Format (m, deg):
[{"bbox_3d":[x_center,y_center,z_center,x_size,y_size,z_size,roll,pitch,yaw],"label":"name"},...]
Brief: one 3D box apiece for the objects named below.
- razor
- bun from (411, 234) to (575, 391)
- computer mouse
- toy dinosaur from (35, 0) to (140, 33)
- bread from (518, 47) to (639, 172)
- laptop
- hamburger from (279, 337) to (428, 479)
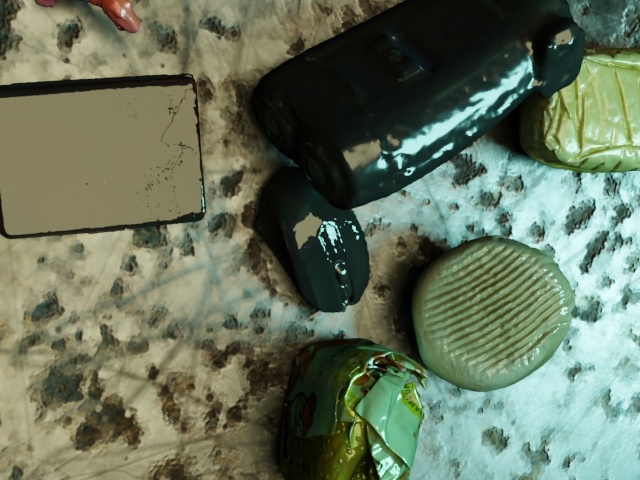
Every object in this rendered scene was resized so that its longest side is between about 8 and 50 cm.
[{"bbox_3d":[0.105,-0.168,1.208,0.327,0.107,0.189,-32,60,-13],"label":"razor"},{"bbox_3d":[0.185,0.078,1.274,0.173,0.113,0.166,-3,88,4],"label":"bun"},{"bbox_3d":[0.000,0.000,1.234,0.099,0.057,0.172,-31,103,-24],"label":"computer mouse"},{"bbox_3d":[-0.274,-0.291,1.081,0.286,0.139,0.070,39,79,-16],"label":"toy dinosaur"},{"bbox_3d":[0.331,-0.145,1.321,0.236,0.106,0.140,-2,94,-19],"label":"bread"},{"bbox_3d":[-0.221,-0.084,1.171,0.207,0.026,0.153,-6,96,-18],"label":"laptop"},{"bbox_3d":[0.029,0.213,1.178,0.125,0.214,0.235,12,94,-8],"label":"hamburger"}]
